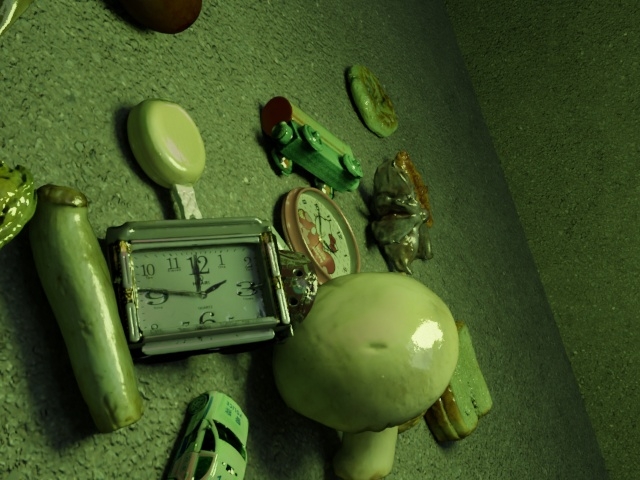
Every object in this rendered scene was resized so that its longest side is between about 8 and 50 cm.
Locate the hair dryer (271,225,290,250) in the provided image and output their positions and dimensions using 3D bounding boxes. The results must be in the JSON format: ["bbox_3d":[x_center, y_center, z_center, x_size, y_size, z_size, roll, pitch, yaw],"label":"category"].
[{"bbox_3d":[-0.103,0.039,1.236,0.082,0.047,0.137,54,37,-19],"label":"hair dryer"}]

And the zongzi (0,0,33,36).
[{"bbox_3d":[-0.457,-0.419,0.892,0.251,0.125,0.274,47,39,-33],"label":"zongzi"}]

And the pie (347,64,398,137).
[{"bbox_3d":[0.153,-0.408,2.016,0.240,0.054,0.240,44,33,-38],"label":"pie"}]

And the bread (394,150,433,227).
[{"bbox_3d":[0.253,-0.141,1.957,0.105,0.076,0.232,-31,103,-50],"label":"bread"}]

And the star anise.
[{"bbox_3d":[0.199,-0.042,1.756,0.316,0.139,0.359,-50,128,-52],"label":"star anise"}]

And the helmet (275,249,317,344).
[{"bbox_3d":[-0.094,0.080,1.095,0.107,0.177,0.153,22,67,-26],"label":"helmet"}]

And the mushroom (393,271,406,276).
[{"bbox_3d":[0.162,0.145,1.578,0.094,0.072,0.209,47,30,-36],"label":"mushroom"}]

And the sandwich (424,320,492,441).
[{"bbox_3d":[0.316,0.342,1.672,0.273,0.095,0.248,-11,82,-63],"label":"sandwich"}]

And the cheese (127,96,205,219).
[{"bbox_3d":[-0.233,-0.118,1.104,0.137,0.064,0.227,-5,72,-58],"label":"cheese"}]

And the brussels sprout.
[{"bbox_3d":[-0.390,-0.039,0.738,0.139,0.100,0.181,37,39,-26],"label":"brussels sprout"}]

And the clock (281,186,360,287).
[{"bbox_3d":[-0.001,0.001,1.424,0.244,0.056,0.244,40,35,-37],"label":"clock"}]

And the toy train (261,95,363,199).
[{"bbox_3d":[-0.018,-0.205,1.516,0.285,0.116,0.177,27,34,-49],"label":"toy train"}]

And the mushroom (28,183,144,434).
[{"bbox_3d":[-0.285,0.078,0.830,0.100,0.081,0.312,129,-56,-80],"label":"mushroom"}]

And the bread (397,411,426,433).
[{"bbox_3d":[0.149,0.268,1.395,0.244,0.134,0.244,36,40,-38],"label":"bread"}]

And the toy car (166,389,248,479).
[{"bbox_3d":[-0.144,0.298,0.920,0.090,0.076,0.224,49,32,-26],"label":"toy car"}]

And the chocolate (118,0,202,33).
[{"bbox_3d":[-0.273,-0.441,1.190,0.177,0.177,0.176,40,37,-40],"label":"chocolate"}]

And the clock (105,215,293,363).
[{"bbox_3d":[-0.173,0.067,0.968,0.253,0.083,0.186,-3,67,-25],"label":"clock"}]

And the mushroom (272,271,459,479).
[{"bbox_3d":[0.053,0.207,1.139,0.315,0.356,0.315,32,-1,1],"label":"mushroom"}]
